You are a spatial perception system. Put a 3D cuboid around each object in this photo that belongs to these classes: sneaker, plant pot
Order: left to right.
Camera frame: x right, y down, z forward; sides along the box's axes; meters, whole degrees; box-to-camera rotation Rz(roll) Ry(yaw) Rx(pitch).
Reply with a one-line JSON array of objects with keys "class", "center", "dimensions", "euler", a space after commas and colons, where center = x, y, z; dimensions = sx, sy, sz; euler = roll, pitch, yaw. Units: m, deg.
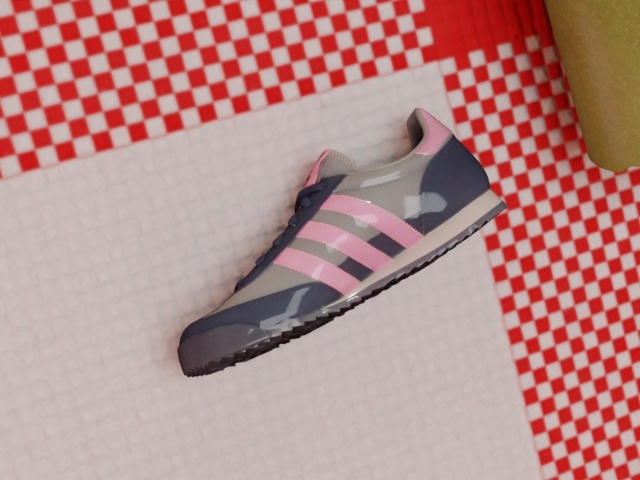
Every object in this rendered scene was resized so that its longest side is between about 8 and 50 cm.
[{"class": "sneaker", "center": [0.000, 0.000, 0.948], "dimensions": [0.319, 0.112, 0.131], "euler": [-29, 84, -19]}, {"class": "plant pot", "center": [0.312, -0.202, 0.973], "dimensions": [0.276, 0.276, 0.254], "euler": [-19, 109, -18]}]
